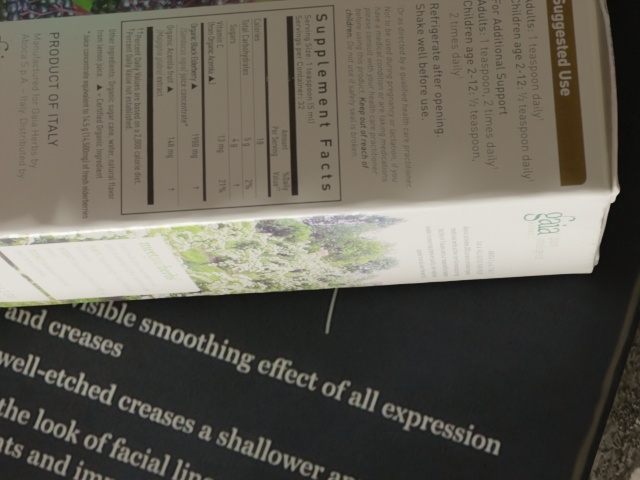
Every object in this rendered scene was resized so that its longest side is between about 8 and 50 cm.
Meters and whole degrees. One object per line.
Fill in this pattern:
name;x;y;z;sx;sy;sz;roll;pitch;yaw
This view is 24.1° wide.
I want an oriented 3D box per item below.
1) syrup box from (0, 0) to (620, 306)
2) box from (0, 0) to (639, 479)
syrup box;-0.018;-0.037;0.533;0.093;0.237;0.096;68;19;-73
box;0.000;0.000;0.679;0.212;0.294;0.395;64;46;-73
